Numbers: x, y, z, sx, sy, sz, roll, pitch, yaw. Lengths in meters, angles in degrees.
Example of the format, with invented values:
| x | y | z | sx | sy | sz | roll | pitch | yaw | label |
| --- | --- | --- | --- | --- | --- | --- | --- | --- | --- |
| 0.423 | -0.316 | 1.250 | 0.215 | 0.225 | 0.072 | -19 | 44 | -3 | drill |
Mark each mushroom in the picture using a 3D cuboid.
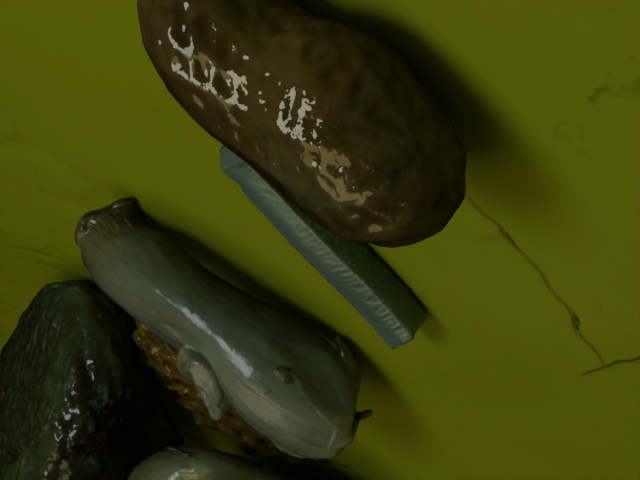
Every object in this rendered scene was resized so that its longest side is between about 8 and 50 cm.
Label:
| x | y | z | sx | sy | sz | roll | pitch | yaw | label |
| --- | --- | --- | --- | --- | --- | --- | --- | --- | --- |
| -0.078 | 0.063 | 1.286 | 0.278 | 0.096 | 0.099 | 36 | 110 | 16 | mushroom |

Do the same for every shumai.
| x | y | z | sx | sy | sz | roll | pitch | yaw | label |
| --- | --- | --- | --- | --- | --- | --- | --- | --- | --- |
| -0.190 | 0.163 | 1.554 | 0.203 | 0.222 | 0.272 | 11 | 154 | -22 | shumai |

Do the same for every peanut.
| x | y | z | sx | sy | sz | roll | pitch | yaw | label |
| --- | --- | --- | --- | --- | --- | --- | --- | --- | --- |
| -0.012 | -0.085 | 0.948 | 0.226 | 0.095 | 0.108 | 39 | 139 | 16 | peanut |

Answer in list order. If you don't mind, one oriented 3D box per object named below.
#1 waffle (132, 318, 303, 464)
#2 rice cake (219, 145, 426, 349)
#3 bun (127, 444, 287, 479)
| x | y | z | sx | sy | sz | roll | pitch | yaw | label |
| --- | --- | --- | --- | --- | --- | --- | --- | --- | --- |
| -0.084 | 0.115 | 1.428 | 0.191 | 0.038 | 0.191 | 33 | 154 | 18 | waffle |
| 0.000 | 0.000 | 1.133 | 0.180 | 0.030 | 0.042 | 47 | 149 | -10 | rice cake |
| -0.054 | 0.283 | 1.468 | 0.272 | 0.168 | 0.273 | 23 | 168 | 5 | bun |
